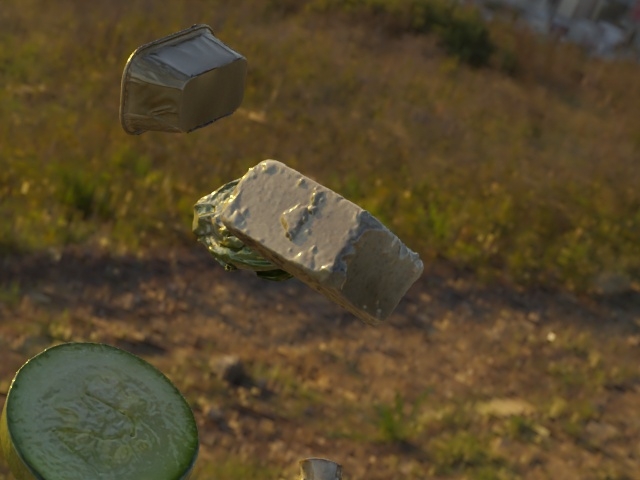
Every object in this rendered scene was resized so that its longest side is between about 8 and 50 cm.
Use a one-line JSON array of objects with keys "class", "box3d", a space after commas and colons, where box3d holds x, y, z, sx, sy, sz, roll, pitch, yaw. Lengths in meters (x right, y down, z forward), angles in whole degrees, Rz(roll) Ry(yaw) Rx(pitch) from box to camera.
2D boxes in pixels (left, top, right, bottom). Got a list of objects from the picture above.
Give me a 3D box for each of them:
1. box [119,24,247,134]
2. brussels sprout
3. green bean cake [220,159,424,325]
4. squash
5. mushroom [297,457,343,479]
[{"class": "box", "box3d": [-0.160, -0.180, 1.771, 0.111, 0.111, 0.177, 31, 32, 18]}, {"class": "brussels sprout", "box3d": [-0.068, -0.018, 1.916, 0.181, 0.139, 0.100, -1, -28, 35]}, {"class": "green bean cake", "box3d": [0.000, 0.000, 1.479, 0.179, 0.085, 0.109, 31, -6, 45]}, {"class": "squash", "box3d": [-0.274, 0.234, 1.951, 0.252, 0.049, 0.252, 13, 47, -15]}, {"class": "mushroom", "box3d": [0.005, 0.345, 2.002, 0.166, 0.127, 0.166, 7, -9, 1]}]
